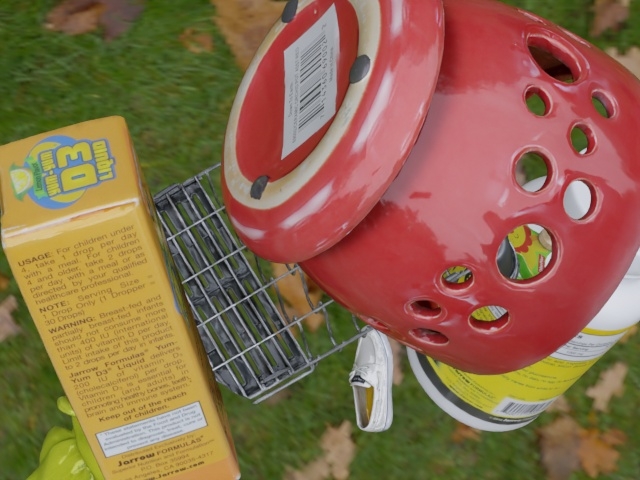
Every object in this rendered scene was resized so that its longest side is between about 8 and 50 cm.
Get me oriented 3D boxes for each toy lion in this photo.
[{"bbox_3d":[0.180,0.006,1.604,0.096,0.100,0.034,28,132,-16],"label":"toy lion"}]

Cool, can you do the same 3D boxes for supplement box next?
[{"bbox_3d":[-0.109,0.047,0.924,0.080,0.078,0.233,-18,134,-1],"label":"supplement box"}]

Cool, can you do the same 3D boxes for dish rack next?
[{"bbox_3d":[0.000,0.000,1.345,0.271,0.074,0.208,-30,72,-7],"label":"dish rack"}]

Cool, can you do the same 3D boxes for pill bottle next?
[{"bbox_3d":[0.243,0.050,1.813,0.188,0.334,0.188,16,49,-19],"label":"pill bottle"}]

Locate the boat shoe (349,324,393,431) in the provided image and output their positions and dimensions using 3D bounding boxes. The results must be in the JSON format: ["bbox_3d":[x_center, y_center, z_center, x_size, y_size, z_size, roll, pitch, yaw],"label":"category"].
[{"bbox_3d":[0.044,0.128,1.564,0.035,0.035,0.100,2,85,-47],"label":"boat shoe"}]

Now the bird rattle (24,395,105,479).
[{"bbox_3d":[-0.167,0.176,1.556,0.207,0.253,0.143,43,120,-14],"label":"bird rattle"}]

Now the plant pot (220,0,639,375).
[{"bbox_3d":[0.052,-0.043,0.888,0.174,0.191,0.191,24,89,-28],"label":"plant pot"}]
